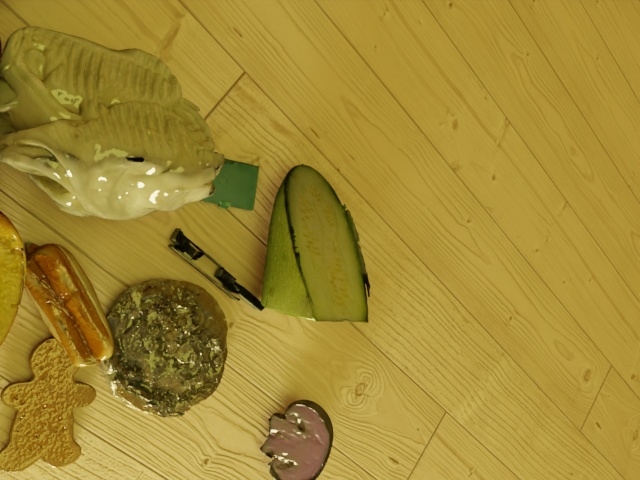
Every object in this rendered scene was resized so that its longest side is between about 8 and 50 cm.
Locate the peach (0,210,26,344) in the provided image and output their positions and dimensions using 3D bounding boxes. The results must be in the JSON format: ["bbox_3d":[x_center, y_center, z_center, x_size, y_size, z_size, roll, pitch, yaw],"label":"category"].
[{"bbox_3d":[-0.583,0.056,0.916,0.245,0.248,0.274,17,88,-10],"label":"peach"}]

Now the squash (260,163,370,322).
[{"bbox_3d":[0.000,0.000,1.305,0.234,0.210,0.308,12,90,-49],"label":"squash"}]

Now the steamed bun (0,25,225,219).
[{"bbox_3d":[-0.370,-0.155,1.048,0.394,0.237,0.346,36,41,-3],"label":"steamed bun"}]

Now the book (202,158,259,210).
[{"bbox_3d":[-0.195,-0.118,1.287,0.135,0.017,0.103,10,84,-33],"label":"book"}]

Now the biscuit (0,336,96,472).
[{"bbox_3d":[-0.487,0.290,1.107,0.158,0.035,0.240,12,86,-34],"label":"biscuit"}]

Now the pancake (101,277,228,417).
[{"bbox_3d":[-0.302,0.207,1.212,0.283,0.049,0.282,-2,93,-33],"label":"pancake"}]

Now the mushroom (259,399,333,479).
[{"bbox_3d":[-0.038,0.437,1.351,0.117,0.141,0.188,13,95,-65],"label":"mushroom"}]

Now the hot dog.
[{"bbox_3d":[-0.444,0.106,1.092,0.102,0.076,0.249,-30,94,-1],"label":"hot dog"}]

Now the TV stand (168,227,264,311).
[{"bbox_3d":[-0.210,0.068,1.273,0.249,0.036,0.042,44,68,-26],"label":"TV stand"}]
